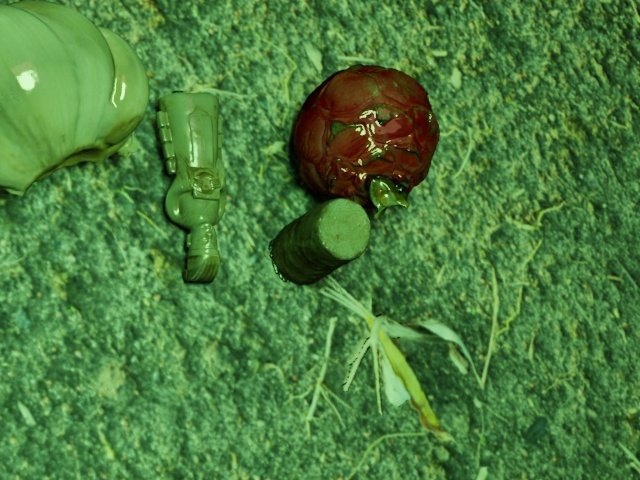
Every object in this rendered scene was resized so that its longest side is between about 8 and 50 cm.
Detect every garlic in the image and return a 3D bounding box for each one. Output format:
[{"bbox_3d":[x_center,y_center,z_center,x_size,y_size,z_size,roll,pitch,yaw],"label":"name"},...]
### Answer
[{"bbox_3d":[-0.310,-0.171,1.787,0.281,0.185,0.203,-30,70,-33],"label":"garlic"}]

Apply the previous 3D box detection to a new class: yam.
[{"bbox_3d":[0.003,0.001,1.940,0.084,0.127,0.084,8,73,-27],"label":"yam"}]

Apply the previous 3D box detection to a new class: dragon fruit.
[{"bbox_3d":[0.052,-0.119,1.987,0.172,0.172,0.209,34,29,-16],"label":"dragon fruit"}]

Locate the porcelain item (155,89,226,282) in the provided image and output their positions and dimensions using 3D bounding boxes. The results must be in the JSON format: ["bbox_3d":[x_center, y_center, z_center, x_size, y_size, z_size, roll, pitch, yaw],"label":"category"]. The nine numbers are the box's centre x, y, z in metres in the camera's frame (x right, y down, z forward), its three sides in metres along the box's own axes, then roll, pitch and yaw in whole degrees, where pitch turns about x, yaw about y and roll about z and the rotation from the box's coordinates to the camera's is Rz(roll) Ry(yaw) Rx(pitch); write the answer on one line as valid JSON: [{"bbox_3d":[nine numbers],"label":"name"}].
[{"bbox_3d":[-0.140,-0.060,1.922,0.084,0.054,0.213,2,73,-28],"label":"porcelain item"}]
